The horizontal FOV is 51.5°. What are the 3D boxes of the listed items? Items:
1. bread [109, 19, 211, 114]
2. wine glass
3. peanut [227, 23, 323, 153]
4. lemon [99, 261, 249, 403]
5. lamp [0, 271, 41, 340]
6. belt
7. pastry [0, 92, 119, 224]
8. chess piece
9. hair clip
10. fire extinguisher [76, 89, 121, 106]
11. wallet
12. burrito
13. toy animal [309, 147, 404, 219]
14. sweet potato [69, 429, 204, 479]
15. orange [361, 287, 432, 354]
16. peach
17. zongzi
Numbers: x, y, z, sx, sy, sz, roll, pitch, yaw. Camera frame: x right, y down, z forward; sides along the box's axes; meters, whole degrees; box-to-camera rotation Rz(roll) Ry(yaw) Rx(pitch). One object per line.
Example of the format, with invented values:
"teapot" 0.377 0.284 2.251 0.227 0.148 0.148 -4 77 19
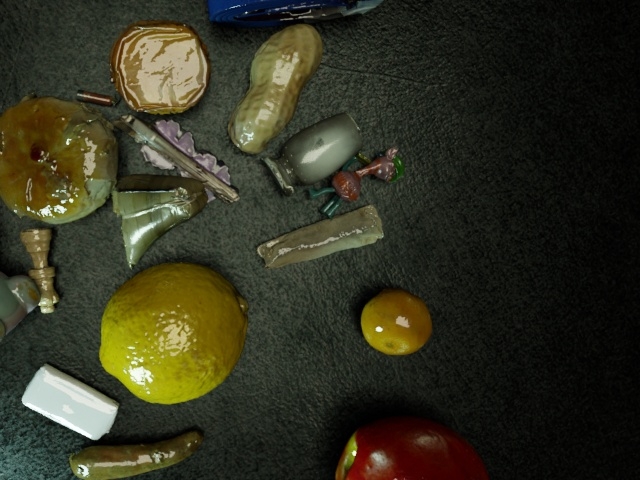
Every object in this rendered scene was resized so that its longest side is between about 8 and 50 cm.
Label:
"bread" -0.315 -0.342 1.322 0.199 0.104 0.199 -1 98 -7
"wine glass" -0.014 -0.180 1.380 0.204 0.111 0.111 -31 98 -6
"peanut" -0.094 -0.311 1.351 0.130 0.130 0.290 25 88 -11
"lemon" -0.281 0.175 1.280 0.293 0.293 0.293 -1 94 -10
"lamp" -0.712 0.074 1.240 0.247 0.247 0.301 -29 109 32
"belt" -0.052 -0.501 1.304 0.347 0.212 0.117 -9 94 -6
"pastry" -0.510 -0.151 1.265 0.236 0.121 0.257 33 96 6
"chess piece" -0.558 0.061 1.328 0.060 0.060 0.172 -7 95 -10
"hair clip" -0.285 -0.171 1.354 0.292 0.084 0.106 37 82 -15
"fire extinguisher" -0.448 -0.289 1.342 0.083 0.022 0.028 9 62 -11
"wallet" -0.511 0.336 1.364 0.190 0.033 0.095 33 89 -10
"burrito" 0.000 0.000 1.421 0.275 0.059 0.082 -19 85 -10
"toy animal" 0.075 -0.133 1.418 0.208 0.100 0.103 -34 58 -5
"sweet potato" -0.377 0.449 1.377 0.273 0.075 0.075 -6 95 -12
"orange" 0.163 0.171 1.418 0.155 0.154 0.134 22 55 -11
"peach" 0.202 0.517 1.389 0.338 0.281 0.281 25 89 -10
"zongzi" -0.320 -0.034 1.329 0.194 0.099 0.197 2 102 20
